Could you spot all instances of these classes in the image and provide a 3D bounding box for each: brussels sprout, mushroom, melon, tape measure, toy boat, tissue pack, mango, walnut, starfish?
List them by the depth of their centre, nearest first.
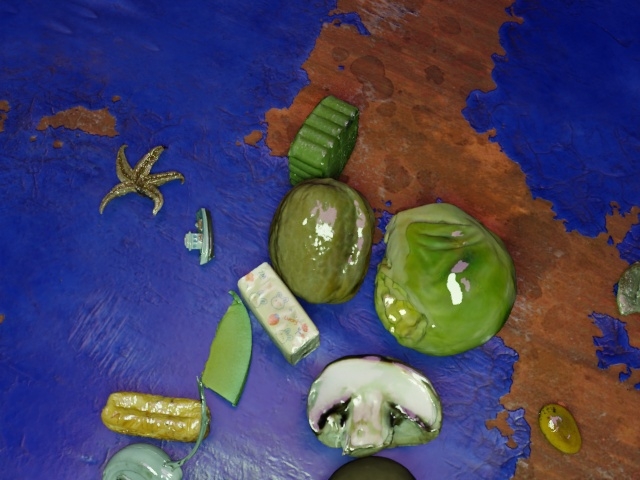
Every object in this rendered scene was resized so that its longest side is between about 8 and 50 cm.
[{"bbox_3d":[-0.311,0.390,1.197,0.163,0.084,0.330,19,109,3],"label":"tape measure"},{"bbox_3d":[0.102,0.341,1.317,0.266,0.164,0.190,-10,63,-7],"label":"mushroom"},{"bbox_3d":[-0.087,0.158,1.382,0.092,0.148,0.196,-37,74,-12],"label":"tissue pack"},{"bbox_3d":[0.259,0.078,1.390,0.343,0.268,0.344,-3,72,9],"label":"brussels sprout"},{"bbox_3d":[0.518,0.407,1.390,0.079,0.057,0.114,-33,81,-23],"label":"mango"},{"bbox_3d":[-0.199,0.233,1.409,0.113,0.053,0.262,-3,61,13],"label":"melon"},{"bbox_3d":[0.000,0.000,1.418,0.282,0.227,0.283,0,89,34],"label":"walnut"},{"bbox_3d":[-0.281,-0.009,1.489,0.066,0.059,0.140,-1,67,-20],"label":"toy boat"},{"bbox_3d":[-0.441,-0.141,1.538,0.213,0.057,0.238,38,63,20],"label":"starfish"}]

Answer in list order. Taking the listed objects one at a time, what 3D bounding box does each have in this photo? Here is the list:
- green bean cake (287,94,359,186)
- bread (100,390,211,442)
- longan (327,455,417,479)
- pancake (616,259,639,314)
[{"bbox_3d":[0.009,-0.220,1.533,0.113,0.214,0.200,26,65,11],"label":"green bean cake"},{"bbox_3d":[-0.326,0.356,1.294,0.210,0.114,0.083,8,68,0],"label":"bread"},{"bbox_3d":[0.079,0.545,1.183,0.300,0.243,0.300,-14,45,14],"label":"longan"},{"bbox_3d":[0.837,0.150,1.548,0.253,0.037,0.254,2,66,-6],"label":"pancake"}]
